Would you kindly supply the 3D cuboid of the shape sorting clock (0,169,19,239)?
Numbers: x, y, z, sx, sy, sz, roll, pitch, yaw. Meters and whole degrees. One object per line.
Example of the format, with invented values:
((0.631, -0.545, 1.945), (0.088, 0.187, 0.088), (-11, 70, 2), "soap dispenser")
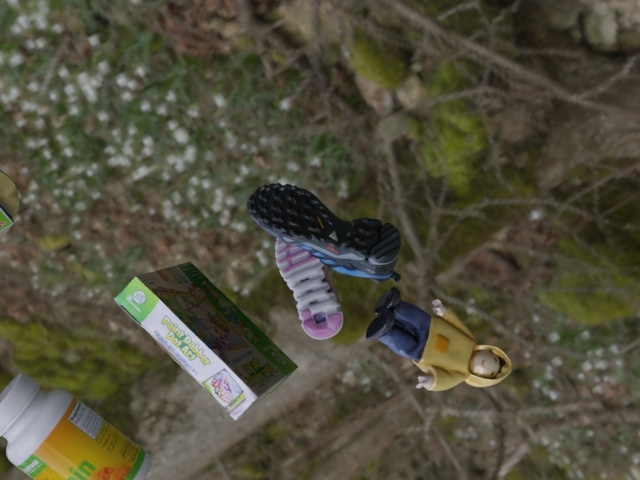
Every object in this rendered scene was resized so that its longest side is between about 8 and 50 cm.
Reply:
((-0.510, -0.030, 1.643), (0.040, 0.206, 0.206), (53, 173, 35), "shape sorting clock")

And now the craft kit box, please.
((-0.163, 0.142, 1.804), (0.246, 0.061, 0.250), (46, -168, 5), "craft kit box")

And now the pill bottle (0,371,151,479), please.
((-0.397, 0.317, 1.872), (0.246, 0.136, 0.136), (40, 180, -12), "pill bottle")

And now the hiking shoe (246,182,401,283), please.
((0.000, 0.000, 2.203), (0.304, 0.113, 0.132), (24, 149, 17), "hiking shoe")

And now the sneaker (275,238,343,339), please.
((-0.019, 0.071, 2.311), (0.104, 0.095, 0.236), (-6, -101, -82), "sneaker")

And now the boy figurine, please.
((0.221, 0.201, 2.211), (0.285, 0.177, 0.092), (30, 148, -14), "boy figurine")
